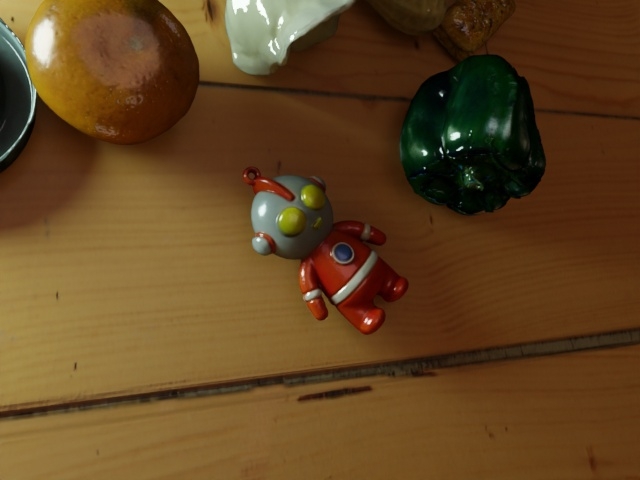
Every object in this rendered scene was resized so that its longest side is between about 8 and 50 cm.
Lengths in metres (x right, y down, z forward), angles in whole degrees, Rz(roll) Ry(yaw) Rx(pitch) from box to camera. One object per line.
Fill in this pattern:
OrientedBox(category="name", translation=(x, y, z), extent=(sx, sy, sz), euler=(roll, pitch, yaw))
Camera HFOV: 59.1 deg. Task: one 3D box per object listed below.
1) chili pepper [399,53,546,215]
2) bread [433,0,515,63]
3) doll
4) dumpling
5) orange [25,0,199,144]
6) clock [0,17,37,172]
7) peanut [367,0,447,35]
OrientedBox(category="chili pepper", translation=(0.280, -0.194, 1.038), extent=(0.233, 0.248, 0.256), euler=(25, 65, -40))
OrientedBox(category="bread", translation=(0.334, -0.480, 1.214), extent=(0.114, 0.083, 0.211), euler=(45, 66, -10))
OrientedBox(category="doll", translation=(0.000, 0.000, 0.932), extent=(0.336, 0.105, 0.200), euler=(45, 64, -7))
OrientedBox(category="dumpling", translation=(-0.034, -0.433, 0.966), extent=(0.187, 0.243, 0.318), euler=(44, 73, -40))
OrientedBox(category="orange", translation=(-0.303, -0.259, 0.837), extent=(0.240, 0.171, 0.240), euler=(0, 89, -26))
OrientedBox(category="clock", translation=(-0.560, -0.206, 0.777), extent=(0.313, 0.061, 0.312), euler=(6, 74, -21))
OrientedBox(category="peanut", translation=(0.127, -0.536, 1.113), extent=(0.305, 0.147, 0.147), euler=(39, 65, -6))
